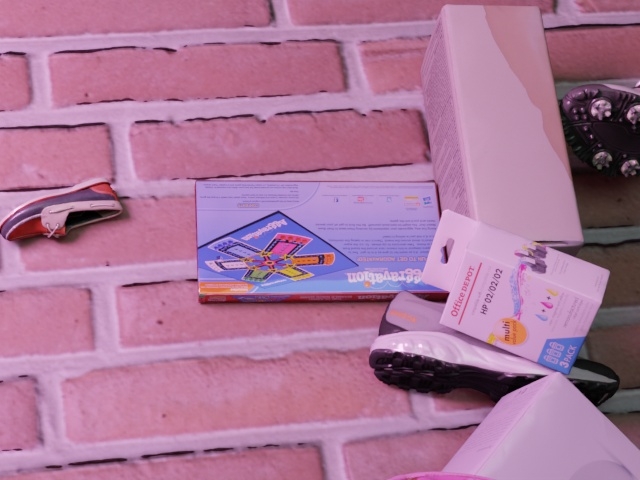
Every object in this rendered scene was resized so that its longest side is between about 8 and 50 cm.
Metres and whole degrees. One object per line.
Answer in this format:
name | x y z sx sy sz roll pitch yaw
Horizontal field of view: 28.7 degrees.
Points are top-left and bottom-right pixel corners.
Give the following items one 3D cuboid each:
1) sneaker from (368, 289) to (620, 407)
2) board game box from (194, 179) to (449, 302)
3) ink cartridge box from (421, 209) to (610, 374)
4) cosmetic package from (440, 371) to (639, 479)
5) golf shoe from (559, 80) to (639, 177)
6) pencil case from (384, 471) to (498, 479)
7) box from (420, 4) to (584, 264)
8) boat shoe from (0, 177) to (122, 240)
sneaker | 0.193 0.118 1.348 0.271 0.100 0.108 14 57 -1
board game box | 0.000 0.000 1.415 0.281 0.027 0.145 0 62 -9
ink cartridge box | 0.190 0.052 1.280 0.181 0.104 0.061 22 37 10
cosmetic package | 0.219 0.294 1.220 0.224 0.138 0.224 45 64 1
golf shoe | 0.377 -0.138 1.482 0.272 0.105 0.120 14 37 -31
pencil case | 0.105 0.389 1.058 0.167 0.160 0.386 1 102 14
box | 0.201 -0.103 1.433 0.121 0.148 0.311 -1 65 -9
boat shoe | -0.286 -0.027 1.375 0.137 0.049 0.043 -23 71 -24
